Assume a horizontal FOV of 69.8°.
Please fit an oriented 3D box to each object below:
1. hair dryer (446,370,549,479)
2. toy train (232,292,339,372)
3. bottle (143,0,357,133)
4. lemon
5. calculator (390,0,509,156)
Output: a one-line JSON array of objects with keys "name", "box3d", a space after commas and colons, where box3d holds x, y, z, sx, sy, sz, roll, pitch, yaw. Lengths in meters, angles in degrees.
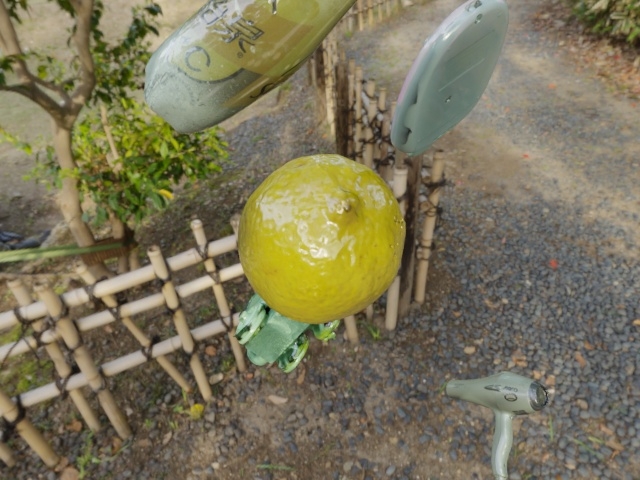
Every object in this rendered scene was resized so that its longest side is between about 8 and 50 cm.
[{"name": "hair dryer", "box3d": [0.343, 0.369, 0.965, 0.225, 0.088, 0.219, -64, 25, -5]}, {"name": "toy train", "box3d": [-0.060, 0.139, 0.950, 0.159, 0.272, 0.188, 35, 26, -11]}, {"name": "bottle", "box3d": [-0.032, -0.168, 0.350, 0.269, 0.083, 0.083, -20, 24, 34]}, {"name": "lemon", "box3d": [0.001, 0.001, 0.683, 0.267, 0.267, 0.267, -3, 34, 2]}, {"name": "calculator", "box3d": [0.181, -0.215, 0.664, 0.185, 0.299, 0.041, -36, 71, -13]}]
